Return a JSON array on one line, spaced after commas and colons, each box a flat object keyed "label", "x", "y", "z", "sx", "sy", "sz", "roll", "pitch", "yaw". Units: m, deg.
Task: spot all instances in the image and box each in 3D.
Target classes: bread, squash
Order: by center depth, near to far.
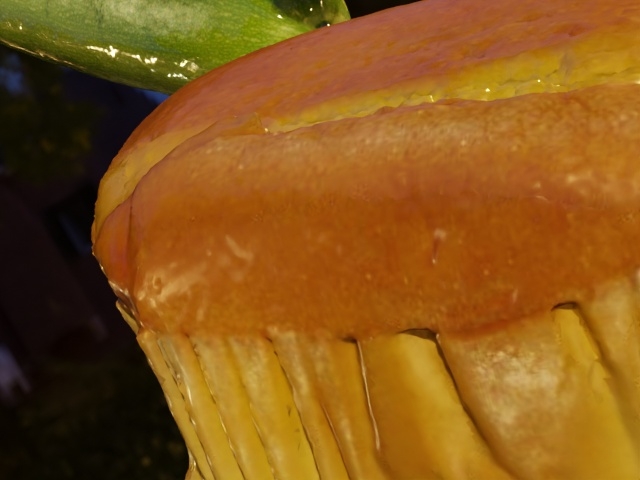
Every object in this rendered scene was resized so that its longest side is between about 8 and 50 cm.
[{"label": "bread", "x": 0.054, "y": -0.002, "z": 0.694, "sx": 0.288, "sy": 0.156, "sz": 0.204, "roll": -9, "pitch": 36, "yaw": 23}, {"label": "squash", "x": -0.116, "y": -0.138, "z": 1.077, "sx": 0.101, "sy": 0.101, "sz": 0.378, "roll": -27, "pitch": 31, "yaw": -37}]
